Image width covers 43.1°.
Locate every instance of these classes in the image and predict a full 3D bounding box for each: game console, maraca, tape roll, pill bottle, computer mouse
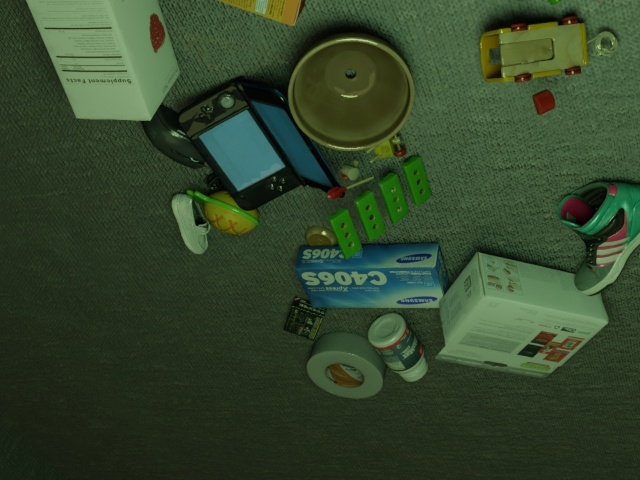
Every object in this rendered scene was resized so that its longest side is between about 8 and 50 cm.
[{"bbox_3d":[-0.127,-0.179,1.707,0.250,0.173,0.293,-27,123,11],"label":"game console"},{"bbox_3d":[-0.230,-0.075,1.915,0.186,0.099,0.127,24,167,0],"label":"maraca"},{"bbox_3d":[0.075,0.352,2.274,0.219,0.072,0.219,11,137,10],"label":"tape roll"},{"bbox_3d":[0.210,0.285,2.130,0.108,0.108,0.180,-14,129,31],"label":"pill bottle"},{"bbox_3d":[-0.278,-0.216,1.818,0.184,0.060,0.262,-25,123,38],"label":"computer mouse"}]

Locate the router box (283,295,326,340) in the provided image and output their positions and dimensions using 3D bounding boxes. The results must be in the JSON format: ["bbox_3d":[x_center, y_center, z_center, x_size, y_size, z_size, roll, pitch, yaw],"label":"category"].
[{"bbox_3d":[-0.042,0.212,2.194,0.092,0.038,0.122,20,138,-1],"label":"router box"}]

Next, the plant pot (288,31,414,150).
[{"bbox_3d":[0.058,-0.300,1.556,0.237,0.109,0.237,0,128,0],"label":"plant pot"}]

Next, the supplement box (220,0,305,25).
[{"bbox_3d":[-0.141,-0.478,1.485,0.233,0.078,0.080,18,138,1],"label":"supplement box"}]

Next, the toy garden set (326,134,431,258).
[{"bbox_3d":[0.106,-0.112,1.697,0.049,0.244,0.204,34,154,49],"label":"toy garden set"}]

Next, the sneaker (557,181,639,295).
[{"bbox_3d":[0.562,-0.012,1.680,0.178,0.124,0.295,19,130,-7],"label":"sneaker"}]

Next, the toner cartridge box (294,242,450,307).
[{"bbox_3d":[0.126,0.088,1.967,0.348,0.075,0.165,-2,140,20],"label":"toner cartridge box"}]

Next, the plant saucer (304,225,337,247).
[{"bbox_3d":[0.000,0.000,1.976,0.083,0.015,0.083,10,137,9],"label":"plant saucer"}]

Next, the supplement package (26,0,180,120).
[{"bbox_3d":[-0.416,-0.404,1.585,0.175,0.177,0.293,4,136,15],"label":"supplement package"}]

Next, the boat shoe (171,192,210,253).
[{"bbox_3d":[-0.309,-0.041,2.016,0.063,0.066,0.184,0,125,21],"label":"boat shoe"}]

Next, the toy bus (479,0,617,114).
[{"bbox_3d":[0.380,-0.335,1.426,0.202,0.191,0.104,37,178,-18],"label":"toy bus"}]

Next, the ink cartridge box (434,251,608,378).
[{"bbox_3d":[0.445,0.182,1.871,0.309,0.130,0.272,13,138,-14],"label":"ink cartridge box"}]
